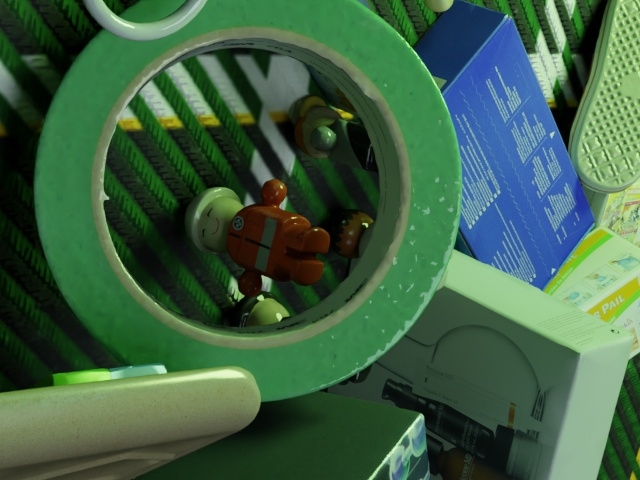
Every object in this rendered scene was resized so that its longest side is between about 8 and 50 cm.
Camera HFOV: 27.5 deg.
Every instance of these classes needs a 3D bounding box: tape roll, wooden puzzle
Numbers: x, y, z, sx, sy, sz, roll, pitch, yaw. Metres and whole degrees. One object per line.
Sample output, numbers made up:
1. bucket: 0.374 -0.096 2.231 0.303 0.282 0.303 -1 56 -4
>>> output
1. tape roll: -0.055 -0.040 0.997 0.321 0.077 0.321 -1 93 -10
2. wooden puzzle: -0.261 0.161 0.920 0.322 0.080 0.348 -3 156 -42

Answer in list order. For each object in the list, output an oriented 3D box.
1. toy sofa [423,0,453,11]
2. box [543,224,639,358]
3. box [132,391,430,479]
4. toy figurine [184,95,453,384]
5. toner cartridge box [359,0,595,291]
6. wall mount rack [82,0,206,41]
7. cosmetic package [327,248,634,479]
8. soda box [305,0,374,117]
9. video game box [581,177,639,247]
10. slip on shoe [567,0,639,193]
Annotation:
1. toy sofa: 0.187 -0.365 1.120 0.362 0.177 0.150 -46 148 -18
2. box: 0.293 0.093 1.519 0.203 0.103 0.114 -33 124 -12
3. box: -0.039 0.375 1.193 0.293 0.212 0.395 -43 132 -48
4. toy figurine: 0.000 0.000 1.178 0.209 0.148 0.213 -48 136 -25
5. toner cartridge box: 0.174 -0.071 1.367 0.165 0.075 0.348 -49 138 -14
6. wall mount rack: -0.135 -0.325 0.866 0.304 0.130 0.350 -35 133 -24
7. cosmetic package: 0.131 0.213 1.319 0.097 0.284 0.377 -11 118 -42
8. soda box: 0.011 -0.184 1.140 0.058 0.063 0.183 -51 140 -14
9. video game box: 0.380 0.006 1.650 0.205 0.048 0.187 -4 117 -45
10. slip on shoe: 0.362 -0.205 1.482 0.101 0.123 0.331 102 10 -85
